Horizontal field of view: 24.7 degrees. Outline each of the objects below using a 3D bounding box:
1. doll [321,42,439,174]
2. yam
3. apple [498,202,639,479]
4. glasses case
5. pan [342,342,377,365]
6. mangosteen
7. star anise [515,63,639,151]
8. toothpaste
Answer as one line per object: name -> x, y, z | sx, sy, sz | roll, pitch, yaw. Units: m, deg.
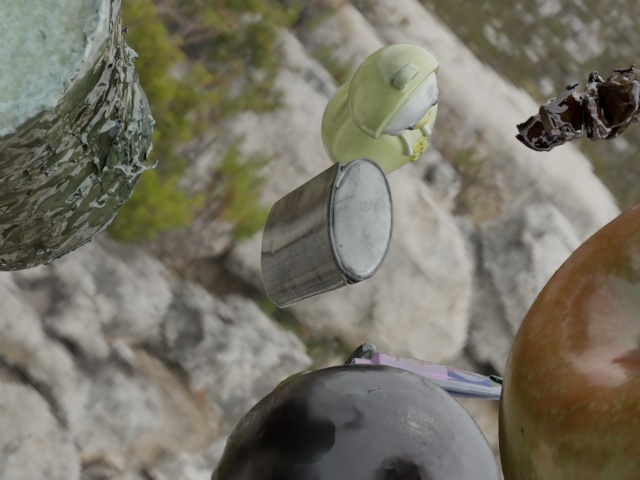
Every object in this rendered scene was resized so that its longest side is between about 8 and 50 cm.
doll -> 0.073, -0.135, 1.555 | 0.117, 0.141, 0.296 | 48, -8, -3
yam -> -0.238, -0.115, 1.035 | 0.241, 0.241, 0.348 | 49, -12, 7
apple -> 0.250, 0.110, 0.760 | 0.277, 0.319, 0.319 | 33, 20, -31
glasses case -> 0.000, 0.000, 1.411 | 0.060, 0.114, 0.299 | 3, -8, -14
pan -> -0.016, 0.191, 1.518 | 0.136, 0.235, 0.028 | 23, 22, -37
mangosteen -> 0.023, 0.188, 1.135 | 0.228, 0.228, 0.265 | 41, 17, -25
star anise -> 0.301, -0.143, 1.535 | 0.073, 0.177, 0.234 | 64, -15, -3
toothpaste -> 0.107, 0.120, 1.239 | 0.170, 0.028, 0.045 | 11, -2, -15
